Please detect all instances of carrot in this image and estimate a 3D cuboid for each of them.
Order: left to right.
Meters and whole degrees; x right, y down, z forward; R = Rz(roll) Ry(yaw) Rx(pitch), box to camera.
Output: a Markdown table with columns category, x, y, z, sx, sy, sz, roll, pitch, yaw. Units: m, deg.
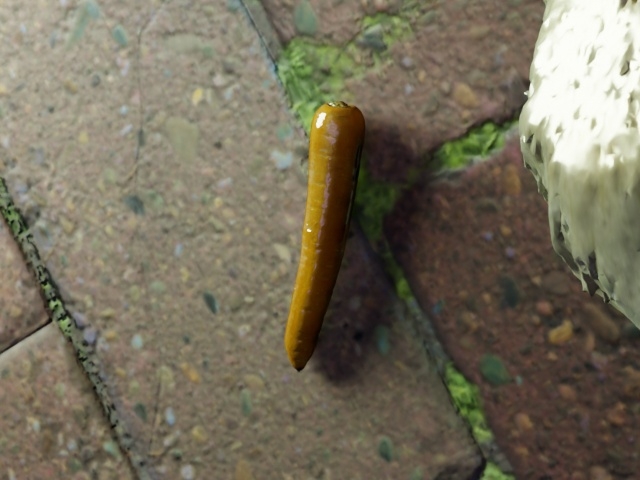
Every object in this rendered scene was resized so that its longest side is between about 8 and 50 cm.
| category | x | y | z | sx | sy | sz | roll | pitch | yaw |
| --- | --- | --- | --- | --- | --- | --- | --- | --- | --- |
| carrot | 0.000 | 0.000 | 1.268 | 0.037 | 0.037 | 0.190 | 14 | 102 | 23 |

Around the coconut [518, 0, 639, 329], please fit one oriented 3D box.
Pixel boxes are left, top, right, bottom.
| category | x | y | z | sx | sy | sz | roll | pitch | yaw |
| --- | --- | --- | --- | --- | --- | --- | --- | --- | --- |
| coconut | 0.305 | -0.066 | 0.941 | 0.344 | 0.415 | 0.415 | 2 | 97 | 57 |
